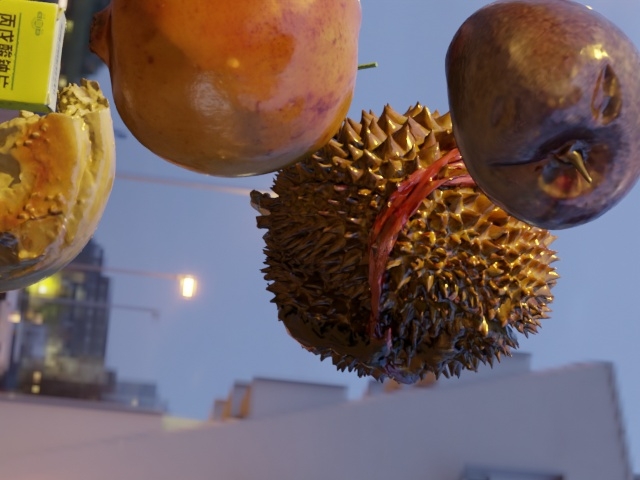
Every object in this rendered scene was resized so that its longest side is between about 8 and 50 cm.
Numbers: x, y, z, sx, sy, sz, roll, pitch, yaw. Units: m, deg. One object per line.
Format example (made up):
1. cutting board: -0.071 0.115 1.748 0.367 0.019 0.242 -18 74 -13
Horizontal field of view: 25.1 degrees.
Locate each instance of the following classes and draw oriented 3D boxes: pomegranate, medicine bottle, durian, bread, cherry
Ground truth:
1. pomegranate: -0.091 -0.186 1.376 0.264 0.264 0.264 -173 -90 -79
2. medicine bottle: -0.459 -0.249 1.866 0.141 0.250 0.137 174 -78 -83
3. durian: 0.102 0.008 1.729 0.347 0.384 0.348 18 90 -76
4. bread: -0.362 -0.042 1.699 0.192 0.314 0.171 62 -3 -1
5. cherry: 0.161 -0.094 1.024 0.176 0.140 0.176 -22 90 -88

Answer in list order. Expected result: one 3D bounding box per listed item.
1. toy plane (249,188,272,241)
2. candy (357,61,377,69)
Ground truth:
1. toy plane: -0.010 0.008 2.147 0.103 0.204 0.316 -39 -167 -7
2. candy: -0.001 -0.255 2.215 0.062 0.193 0.058 40 49 -58
